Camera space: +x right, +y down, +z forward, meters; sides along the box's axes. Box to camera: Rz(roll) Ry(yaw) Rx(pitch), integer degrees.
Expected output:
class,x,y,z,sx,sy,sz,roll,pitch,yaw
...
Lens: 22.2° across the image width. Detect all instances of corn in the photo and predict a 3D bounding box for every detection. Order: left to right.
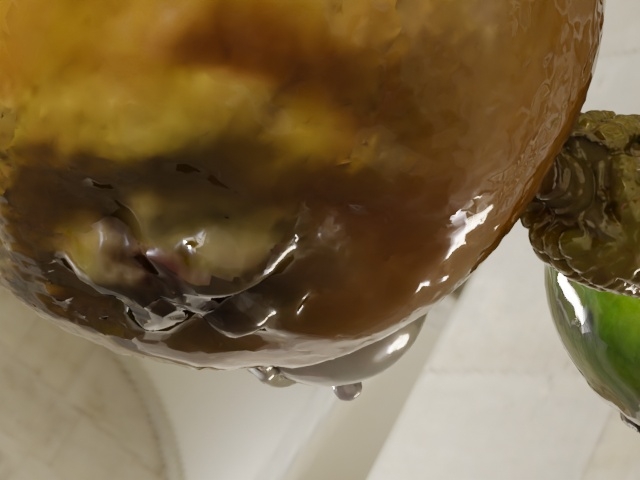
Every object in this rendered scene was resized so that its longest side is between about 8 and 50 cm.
class,x,y,z,sx,sy,sz,roll,pitch,yaw
corn,0.196,-0.010,0.907,0.097,0.097,0.261,4,-8,42

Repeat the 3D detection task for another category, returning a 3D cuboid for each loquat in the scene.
class,x,y,z,sx,sy,sz,roll,pitch,yaw
loquat,-0.036,-0.108,0.707,0.328,0.328,0.328,23,-27,13

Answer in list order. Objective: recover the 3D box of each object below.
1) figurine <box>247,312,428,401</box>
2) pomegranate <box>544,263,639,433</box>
class,x,y,z,sx,sy,sz,roll,pitch,yaw
figurine,0.003,0.002,1.003,0.141,0.162,0.237,32,-36,26
pomegranate,0.308,-0.016,1.226,0.216,0.358,0.310,24,7,-28
